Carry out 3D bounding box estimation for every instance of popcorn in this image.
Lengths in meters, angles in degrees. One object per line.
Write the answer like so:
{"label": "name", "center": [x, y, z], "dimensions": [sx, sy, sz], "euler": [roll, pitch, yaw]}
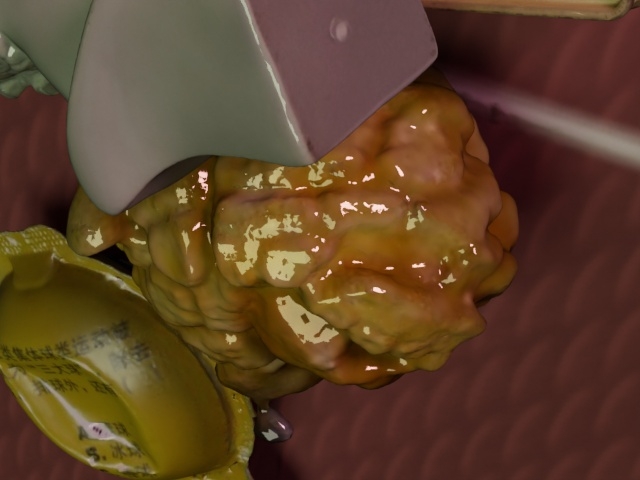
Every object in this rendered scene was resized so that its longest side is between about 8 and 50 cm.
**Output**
{"label": "popcorn", "center": [-0.013, -0.013, 0.752], "dimensions": [0.163, 0.140, 0.194], "euler": [43, 151, -14]}

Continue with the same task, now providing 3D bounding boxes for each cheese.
{"label": "cheese", "center": [-0.093, 0.099, 0.958], "dimensions": [0.177, 0.069, 0.270], "euler": [-10, 121, 44]}

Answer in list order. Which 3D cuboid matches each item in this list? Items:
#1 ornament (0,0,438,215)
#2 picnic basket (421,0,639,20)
{"label": "ornament", "center": [-0.079, -0.089, 0.667], "dimensions": [0.285, 0.130, 0.120], "euler": [33, 144, 48]}
{"label": "picnic basket", "center": [0.063, -0.161, 0.598], "dimensions": [0.115, 0.079, 0.164], "euler": [10, 131, 30]}
